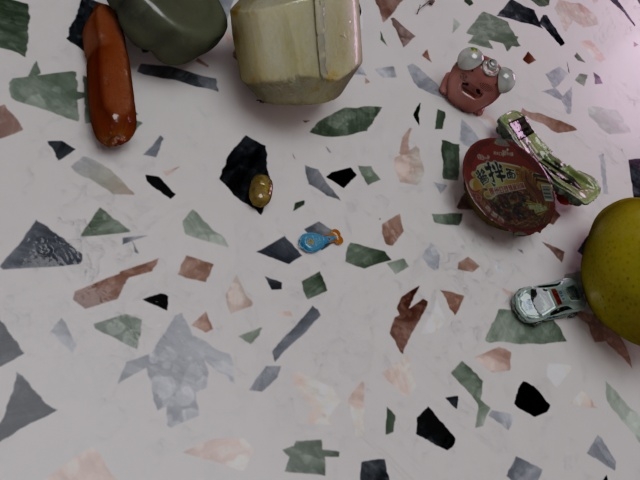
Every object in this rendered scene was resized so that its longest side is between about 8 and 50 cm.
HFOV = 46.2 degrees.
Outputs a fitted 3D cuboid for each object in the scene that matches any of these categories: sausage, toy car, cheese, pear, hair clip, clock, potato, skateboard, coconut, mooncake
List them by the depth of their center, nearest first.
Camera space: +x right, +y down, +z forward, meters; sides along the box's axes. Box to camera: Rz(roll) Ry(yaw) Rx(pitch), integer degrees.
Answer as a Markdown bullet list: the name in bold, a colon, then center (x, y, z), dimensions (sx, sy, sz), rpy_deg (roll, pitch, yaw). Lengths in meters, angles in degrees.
- **sausage**: center (-0.441, -0.346, 1.565), dimensions (0.094, 0.097, 0.348), rpy_deg (6, 60, -35)
- **potato**: center (-0.129, -0.108, 1.619), dimensions (0.051, 0.040, 0.083), rpy_deg (14, 57, -7)
- **mooncake**: center (-0.338, -0.504, 1.632), dimensions (0.275, 0.135, 0.275), rpy_deg (35, 36, -31)
- **cheese**: center (0.000, 0.000, 1.637), dimensions (0.111, 0.017, 0.047), rpy_deg (-12, 73, -30)
- **coconut**: center (-0.051, -0.461, 1.668), dimensions (0.323, 0.323, 0.323), rpy_deg (11, 60, -20)
- **pear**: center (0.809, 0.074, 1.779), dimensions (0.362, 0.362, 0.418), rpy_deg (17, 29, -16)
- **toy car**: center (0.549, 0.145, 1.795), dimensions (0.205, 0.056, 0.095), rpy_deg (-7, 68, -29)
- **clock**: center (0.408, -0.414, 1.958), dimensions (0.166, 0.162, 0.093), rpy_deg (30, 58, -8)
- **hair clip**: center (0.583, -0.201, 1.975), dimensions (0.138, 0.091, 0.321), rpy_deg (-29, 70, -38)
- **skateboard**: center (0.282, -0.678, 2.120), dimensions (0.064, 0.032, 0.083), rpy_deg (35, 52, 8)

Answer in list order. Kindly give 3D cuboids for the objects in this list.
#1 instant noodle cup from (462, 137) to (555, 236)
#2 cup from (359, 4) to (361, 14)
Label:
- **instant noodle cup**: center (0.448, -0.119, 1.864), dimensions (0.274, 0.091, 0.274), rpy_deg (11, 61, -20)
- **cup**: center (0.011, -0.626, 1.918), dimensions (0.176, 0.131, 0.155), rpy_deg (-19, 76, -1)
